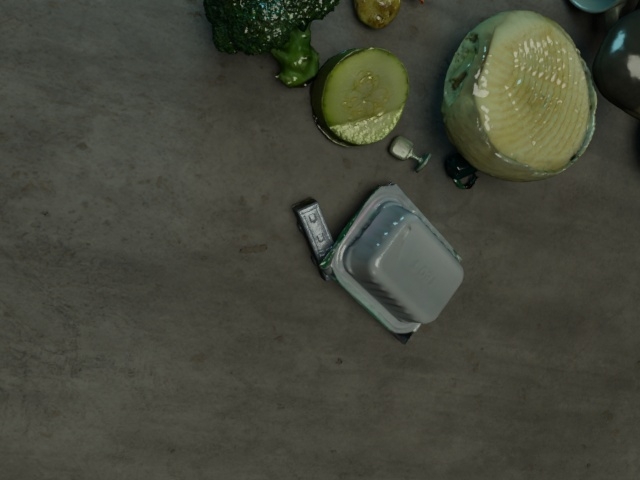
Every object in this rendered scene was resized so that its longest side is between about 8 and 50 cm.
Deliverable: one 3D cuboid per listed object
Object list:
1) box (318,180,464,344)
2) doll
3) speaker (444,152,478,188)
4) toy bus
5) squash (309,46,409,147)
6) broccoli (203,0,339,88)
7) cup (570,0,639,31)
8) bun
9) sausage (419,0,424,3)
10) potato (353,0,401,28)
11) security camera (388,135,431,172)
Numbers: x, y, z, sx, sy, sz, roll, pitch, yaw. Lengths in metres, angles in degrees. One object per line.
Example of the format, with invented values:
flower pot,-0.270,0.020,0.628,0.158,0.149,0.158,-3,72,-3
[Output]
box,0.195,0.060,1.313,0.337,0.106,0.264,43,79,-27
doll,0.816,-0.392,1.288,0.379,0.252,0.382,-41,94,16
speaker,0.337,-0.168,1.379,0.075,0.060,0.094,-24,141,-9
toy bus,0.000,0.000,1.307,0.064,0.075,0.190,-25,105,-9
squash,0.094,-0.303,1.253,0.220,0.133,0.220,-5,107,-17
broccoli,-0.081,-0.451,1.129,0.298,0.297,0.297,-35,147,-6
cup,0.700,-0.609,1.324,0.234,0.186,0.257,-26,116,-17
bun,0.415,-0.303,1.288,0.365,0.202,0.364,0,89,-22
sausage,0.183,-0.621,1.238,0.071,0.071,0.234,-23,106,-9
potato,0.117,-0.537,1.234,0.107,0.080,0.170,-9,101,-23
security camera,0.202,-0.202,1.340,0.092,0.058,0.058,36,90,-5
